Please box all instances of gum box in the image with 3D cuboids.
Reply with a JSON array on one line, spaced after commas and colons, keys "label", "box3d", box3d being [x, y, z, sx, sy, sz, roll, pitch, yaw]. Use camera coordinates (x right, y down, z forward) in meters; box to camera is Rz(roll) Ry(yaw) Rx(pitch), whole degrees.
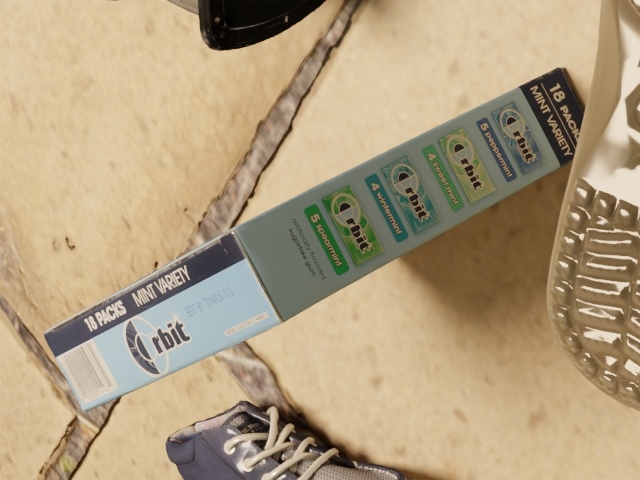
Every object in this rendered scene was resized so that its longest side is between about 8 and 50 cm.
[{"label": "gum box", "box3d": [0.000, 0.000, 0.734, 0.157, 0.184, 0.041, -27, 91, 52]}]

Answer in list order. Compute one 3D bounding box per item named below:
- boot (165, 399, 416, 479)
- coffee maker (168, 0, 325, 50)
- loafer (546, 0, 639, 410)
[{"label": "boot", "box3d": [-0.018, 0.125, 0.926, 0.190, 0.069, 0.086, -22, 98, 54]}, {"label": "coffee maker", "box3d": [-0.076, -0.190, 0.775, 0.178, 0.120, 0.171, 27, 112, 34]}, {"label": "loafer", "box3d": [0.149, -0.072, 0.604, 0.102, 0.092, 0.268, 31, 117, 31]}]
